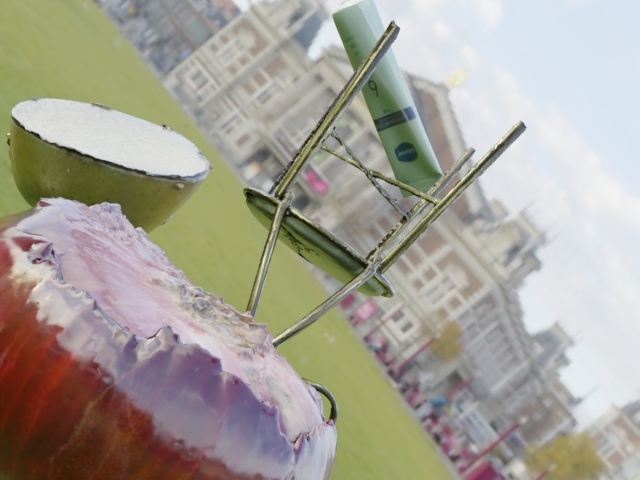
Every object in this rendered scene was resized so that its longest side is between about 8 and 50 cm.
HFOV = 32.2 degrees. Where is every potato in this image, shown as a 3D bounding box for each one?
[{"bbox_3d":[-0.216,-0.056,1.097,0.202,0.117,0.182,20,16,4],"label":"potato"}]

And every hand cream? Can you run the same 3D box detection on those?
[{"bbox_3d":[0.106,-0.224,1.716,0.109,0.067,0.320,-13,-78,55],"label":"hand cream"}]

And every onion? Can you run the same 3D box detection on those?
[{"bbox_3d":[-0.105,0.078,0.597,0.248,0.161,0.248,56,1,-2],"label":"onion"}]

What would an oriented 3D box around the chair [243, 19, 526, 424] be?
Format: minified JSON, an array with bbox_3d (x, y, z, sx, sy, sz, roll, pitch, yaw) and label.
[{"bbox_3d":[0.000,0.000,0.875,0.160,0.325,0.170,37,-9,-5],"label":"chair"}]
